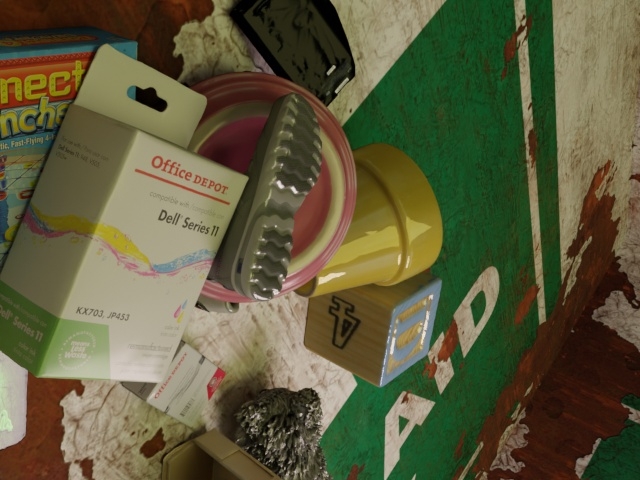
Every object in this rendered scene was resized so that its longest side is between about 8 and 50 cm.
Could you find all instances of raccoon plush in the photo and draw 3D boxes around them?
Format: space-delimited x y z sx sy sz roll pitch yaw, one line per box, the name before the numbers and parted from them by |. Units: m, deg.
raccoon plush | -0.014 0.473 1.474 0.216 0.446 0.299 -25 145 -30

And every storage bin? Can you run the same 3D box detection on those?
storage bin | -0.155 0.513 1.407 0.123 0.262 0.260 -20 126 -45

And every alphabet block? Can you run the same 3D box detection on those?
alphabet block | 0.106 0.149 1.627 0.192 0.197 0.193 -22 128 -48

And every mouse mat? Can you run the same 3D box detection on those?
mouse mat | -0.443 0.208 1.022 0.152 0.007 0.190 -19 127 -50

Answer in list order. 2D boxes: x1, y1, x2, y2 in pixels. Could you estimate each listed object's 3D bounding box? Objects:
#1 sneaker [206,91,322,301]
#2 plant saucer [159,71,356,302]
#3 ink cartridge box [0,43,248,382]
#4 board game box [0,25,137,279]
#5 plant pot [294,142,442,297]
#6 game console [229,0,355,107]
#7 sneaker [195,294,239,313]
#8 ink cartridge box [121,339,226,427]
sneaker | -0.084 -0.066 1.025 0.105 0.115 0.281 39 63 -52
plant saucer | -0.094 -0.069 1.120 0.332 0.084 0.332 -4 101 -20
ink cartridge box | -0.219 -0.021 0.927 0.207 0.119 0.353 19 95 -58
board game box | -0.354 -0.072 0.890 0.308 0.086 0.302 -23 130 -48
plant pot | 0.044 -0.017 1.396 0.239 0.254 0.254 -25 132 -28
game console | -0.101 -0.223 1.182 0.361 0.044 0.213 -49 129 -10
sneaker | -0.097 -0.029 1.255 0.330 0.146 0.122 -62 147 -9
ink cartridge box | -0.235 0.224 1.291 0.109 0.063 0.150 -57 147 -14
